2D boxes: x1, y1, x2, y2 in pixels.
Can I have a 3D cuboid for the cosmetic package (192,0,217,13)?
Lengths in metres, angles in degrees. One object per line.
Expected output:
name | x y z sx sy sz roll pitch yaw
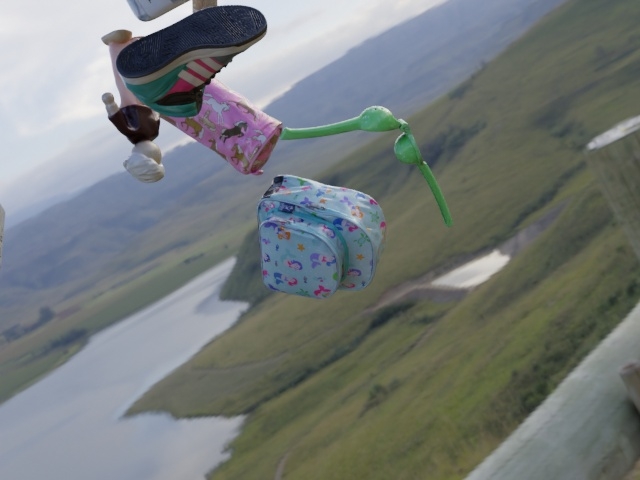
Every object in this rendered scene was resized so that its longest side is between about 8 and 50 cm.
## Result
cosmetic package | -0.293 -0.632 2.040 0.060 0.041 0.115 -44 -30 -44

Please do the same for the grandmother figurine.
grandmother figurine | -0.419 -0.298 1.830 0.104 0.343 0.207 -13 -4 32

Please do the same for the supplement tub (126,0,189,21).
supplement tub | -0.281 -0.528 1.275 0.193 0.316 0.194 -25 21 10

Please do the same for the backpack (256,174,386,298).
backpack | 0.000 0.000 1.617 0.253 0.225 0.191 9 40 10

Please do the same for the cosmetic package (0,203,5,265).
cosmetic package | -0.871 -0.076 1.794 0.229 0.162 0.453 0 -19 -9

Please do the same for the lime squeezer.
lime squeezer | 0.101 -0.128 1.187 0.110 0.310 0.059 -66 22 -4

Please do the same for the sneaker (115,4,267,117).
sneaker | -0.235 -0.333 1.571 0.295 0.124 0.178 -22 -24 -9

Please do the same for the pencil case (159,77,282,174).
pencil case | -0.286 -0.326 2.109 0.160 0.386 0.167 -56 -4 -45
